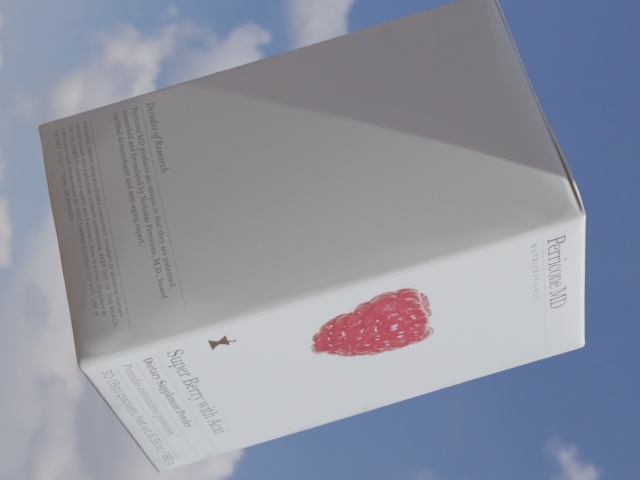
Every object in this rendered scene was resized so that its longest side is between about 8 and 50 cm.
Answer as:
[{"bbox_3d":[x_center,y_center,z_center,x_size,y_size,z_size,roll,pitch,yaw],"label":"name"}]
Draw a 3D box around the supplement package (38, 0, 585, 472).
[{"bbox_3d":[0.000,0.000,0.864,0.177,0.293,0.175,71,2,-59],"label":"supplement package"}]
